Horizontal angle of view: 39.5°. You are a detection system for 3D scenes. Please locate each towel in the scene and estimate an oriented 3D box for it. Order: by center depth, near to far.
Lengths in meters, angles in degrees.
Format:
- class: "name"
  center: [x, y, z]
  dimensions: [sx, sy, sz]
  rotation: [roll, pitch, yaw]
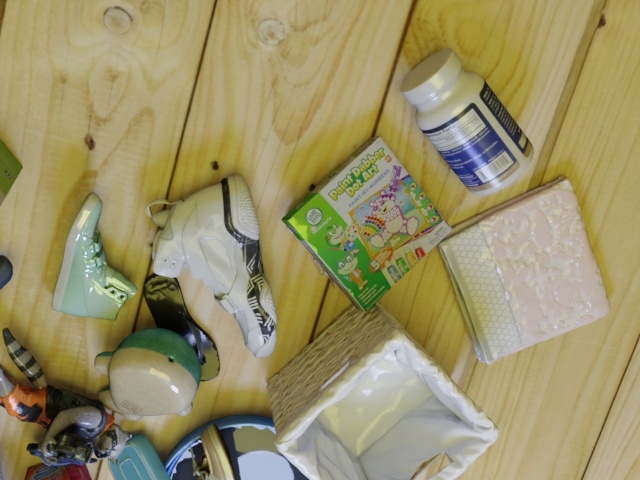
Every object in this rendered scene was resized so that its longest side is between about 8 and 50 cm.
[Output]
- class: "towel"
  center: [0.433, 0.072, 1.886]
  dimensions: [0.317, 0.053, 0.332]
  rotation: [-24, 111, -2]

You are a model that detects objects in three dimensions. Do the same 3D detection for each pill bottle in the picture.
- class: "pill bottle"
  center: [0.278, -0.227, 1.707]
  dimensions: [0.153, 0.153, 0.265]
  rotation: [-40, 110, 3]

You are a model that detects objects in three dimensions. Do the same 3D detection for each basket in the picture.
- class: "basket"
  center: [0.113, 0.343, 1.798]
  dimensions: [0.328, 0.266, 0.331]
  rotation: [-43, 109, 5]

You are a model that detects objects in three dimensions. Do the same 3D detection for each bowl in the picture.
- class: "bowl"
  center: [-0.165, 0.554, 1.904]
  dimensions: [0.391, 0.077, 0.391]
  rotation: [-2, 105, -8]

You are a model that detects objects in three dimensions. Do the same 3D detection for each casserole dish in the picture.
- class: "casserole dish"
  center: [-0.371, 0.488, 1.822]
  dimensions: [0.114, 0.037, 0.188]
  rotation: [-38, 76, 21]

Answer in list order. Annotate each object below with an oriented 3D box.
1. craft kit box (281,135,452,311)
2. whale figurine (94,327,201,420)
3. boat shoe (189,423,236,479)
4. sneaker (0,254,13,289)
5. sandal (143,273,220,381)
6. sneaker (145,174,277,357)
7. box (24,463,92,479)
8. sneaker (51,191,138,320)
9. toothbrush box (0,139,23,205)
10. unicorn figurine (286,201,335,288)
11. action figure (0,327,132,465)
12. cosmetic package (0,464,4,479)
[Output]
- class: "craft kit box"
  center: [0.095, -0.032, 1.750]
  dimensions: [0.250, 0.061, 0.247]
  rotation: [-43, 103, -10]
- class: "whale figurine"
  center: [-0.339, 0.265, 1.749]
  dimensions: [0.216, 0.141, 0.272]
  rotation: [31, 140, -14]
- class: "boat shoe"
  center: [-0.211, 0.506, 1.790]
  dimensions: [0.089, 0.104, 0.285]
  rotation: [-12, 107, -8]
- class: "sneaker"
  center: [-0.677, 0.158, 1.684]
  dimensions: [0.319, 0.112, 0.131]
  rotation: [-38, 116, 10]
- class: "sandal"
  center: [-0.284, 0.185, 1.785]
  dimensions: [0.097, 0.054, 0.254]
  rotation: [-27, 110, -1]
- class: "sneaker"
  center: [-0.209, 0.067, 1.724]
  dimensions: [0.210, 0.137, 0.366]
  rotation: [-12, 104, -6]
- class: "box"
  center: [-0.515, 0.588, 1.831]
  dimensions: [0.122, 0.128, 0.257]
  rotation: [-16, 109, -5]
- class: "sneaker"
  center: [-0.410, 0.036, 1.693]
  dimensions: [0.151, 0.094, 0.256]
  rotation: [16, 114, -9]
- class: "toothbrush box"
  center: [-0.643, -0.083, 1.514]
  dimensions: [0.206, 0.283, 0.122]
  rotation: [-34, 110, 0]
- class: "unicorn figurine"
  center: [0.000, 0.000, 1.785]
  dimensions: [0.162, 0.060, 0.111]
  rotation: [38, 99, -3]
- class: "action figure"
  center: [-0.500, 0.324, 1.695]
  dimensions: [0.330, 0.341, 0.179]
  rotation: [38, 63, -24]
- class: "cosmetic package"
  center: [-0.714, 0.516, 1.684]
  dimensions: [0.217, 0.156, 0.385]
  rotation: [-11, 85, -6]
